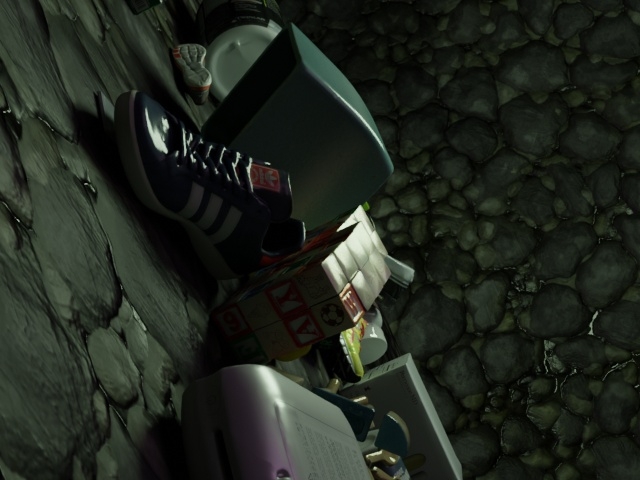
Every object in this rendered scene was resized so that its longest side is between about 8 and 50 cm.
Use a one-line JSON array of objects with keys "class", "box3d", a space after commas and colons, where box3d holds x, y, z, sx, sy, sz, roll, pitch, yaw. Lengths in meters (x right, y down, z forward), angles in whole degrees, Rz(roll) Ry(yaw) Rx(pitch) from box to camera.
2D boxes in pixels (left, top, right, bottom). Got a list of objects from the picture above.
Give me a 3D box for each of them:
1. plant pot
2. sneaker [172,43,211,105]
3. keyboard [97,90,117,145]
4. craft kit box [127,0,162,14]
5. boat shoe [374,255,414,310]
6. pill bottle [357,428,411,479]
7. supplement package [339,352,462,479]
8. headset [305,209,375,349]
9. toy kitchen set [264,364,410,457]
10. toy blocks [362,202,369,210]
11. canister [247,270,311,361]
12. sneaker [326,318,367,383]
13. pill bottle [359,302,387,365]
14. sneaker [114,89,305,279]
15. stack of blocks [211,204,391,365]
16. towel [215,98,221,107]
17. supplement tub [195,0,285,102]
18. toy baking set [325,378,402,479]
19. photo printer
[{"class": "plant pot", "box3d": [-0.024, -0.159, 1.586, 0.252, 0.247, 0.248, 35, 18, -21]}, {"class": "sneaker", "box3d": [-0.231, -0.295, 1.734, 0.158, 0.061, 0.065, -107, -163, -48]}, {"class": "keyboard", "box3d": [-0.211, -0.086, 1.230, 0.072, 0.014, 0.256, 64, 4, 38]}, {"class": "craft kit box", "box3d": [-0.340, -0.524, 1.639, 0.250, 0.061, 0.247, 63, 4, -25]}, {"class": "boat shoe", "box3d": [0.026, 0.033, 1.953, 0.335, 0.119, 0.121, 29, -1, -5]}, {"class": "pill bottle", "box3d": [0.092, 0.388, 1.469, 0.108, 0.108, 0.180, -53, 119, -83]}, {"class": "supplement package", "box3d": [0.164, 0.378, 1.932, 0.262, 0.145, 0.204, 65, 6, 4]}, {"class": "headset", "box3d": [0.000, 0.000, 1.785, 0.243, 0.185, 0.394, 107, -9, -80]}, {"class": "toy kitchen set", "box3d": [-0.009, 0.265, 1.177, 0.122, 0.207, 0.166, 31, 78, -79]}, {"class": "toy blocks", "box3d": [-0.038, -0.115, 2.165, 0.381, 0.190, 0.261, 61, -4, -37]}, {"class": "canister", "box3d": [-0.064, 0.091, 1.480, 0.126, 0.073, 0.170, 61, 9, -25]}, {"class": "sneaker", "box3d": [0.056, 0.183, 1.906, 0.081, 0.094, 0.209, 112, -34, -48]}, {"class": "pill bottle", "box3d": [0.059, 0.147, 2.053, 0.121, 0.121, 0.221, 57, 10, -51]}, {"class": "sneaker", "box3d": [-0.121, -0.075, 1.195, 0.350, 0.148, 0.131, 54, 28, -56]}, {"class": "stack of blocks", "box3d": [-0.001, 0.049, 1.306, 0.087, 0.171, 0.297, 61, 25, -8]}, {"class": "towel", "box3d": [-0.194, -0.257, 2.010, 0.060, 0.009, 0.083, -98, 162, -67]}, {"class": "supplement tub", "box3d": [-0.165, -0.423, 2.047, 0.316, 0.193, 0.194, -104, 168, -56]}, {"class": "toy baking set", "box3d": [0.041, 0.310, 1.329, 0.197, 0.030, 0.256, 50, 35, -6]}, {"class": "photo printer", "box3d": [-0.026, 0.261, 0.943, 0.307, 0.107, 0.256, 46, 22, -63]}]
